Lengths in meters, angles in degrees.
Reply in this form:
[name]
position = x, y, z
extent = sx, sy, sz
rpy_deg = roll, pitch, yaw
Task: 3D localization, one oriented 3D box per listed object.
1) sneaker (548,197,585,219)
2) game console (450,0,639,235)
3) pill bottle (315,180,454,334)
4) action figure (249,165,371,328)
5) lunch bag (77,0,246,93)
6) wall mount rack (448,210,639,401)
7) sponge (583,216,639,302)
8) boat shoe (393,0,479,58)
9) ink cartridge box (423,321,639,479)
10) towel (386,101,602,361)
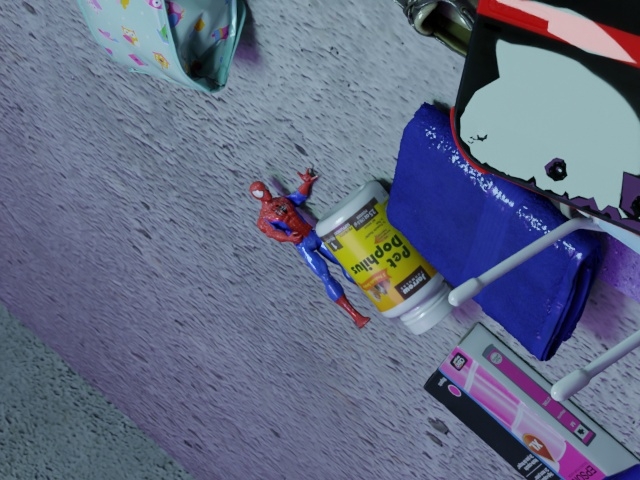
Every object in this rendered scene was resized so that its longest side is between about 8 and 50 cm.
[sneaker]
position = 0.265, -0.135, 1.389
extent = 0.118, 0.083, 0.222
rpy_deg = 40, 144, 37
[game console]
position = 0.317, -0.175, 1.188
extent = 0.386, 0.060, 0.342
rpy_deg = 26, 116, 30
[pill bottle]
position = 0.099, 0.028, 1.762
extent = 0.215, 0.117, 0.117
rpy_deg = 50, 150, -7
[action figure]
position = 0.000, 0.000, 1.887
extent = 0.280, 0.091, 0.139
rpy_deg = 44, 157, 3
[lunch bag]
position = -0.229, -0.340, 1.704
extent = 0.223, 0.160, 0.262
rpy_deg = 21, 136, 37
[wall mount rack]
position = 0.322, 0.061, 1.251
extent = 0.350, 0.304, 0.130
rpy_deg = 44, 124, 58
[sponge]
position = 0.380, 0.020, 1.477
extent = 0.210, 0.031, 0.117
rpy_deg = 32, 147, 24
[boat shoe]
position = 0.133, -0.268, 1.403
extent = 0.223, 0.073, 0.080
rpy_deg = 35, 148, 19
[ink cartridge box]
position = 0.332, 0.292, 1.843
extent = 0.371, 0.069, 0.176
rpy_deg = 39, 150, 9
[towel]
position = 0.220, -0.015, 1.573
extent = 0.308, 0.076, 0.227
rpy_deg = 43, 146, 26
